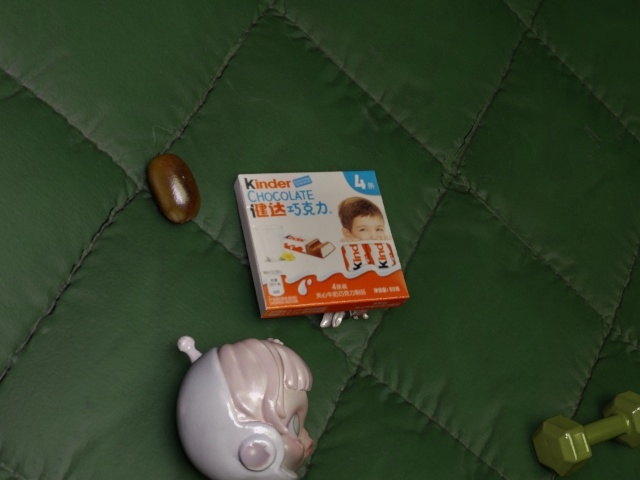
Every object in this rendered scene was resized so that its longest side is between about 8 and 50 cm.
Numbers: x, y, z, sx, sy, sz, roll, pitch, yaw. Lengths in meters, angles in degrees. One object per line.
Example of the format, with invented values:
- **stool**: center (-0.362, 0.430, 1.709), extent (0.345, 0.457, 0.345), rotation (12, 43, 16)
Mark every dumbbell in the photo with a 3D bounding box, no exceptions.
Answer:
- **dumbbell**: center (0.572, 0.395, 1.992), extent (0.302, 0.108, 0.121), rotation (-8, 80, -35)

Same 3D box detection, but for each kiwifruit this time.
- **kiwifruit**: center (-0.246, -0.089, 1.624), extent (0.075, 0.075, 0.124), rotation (-18, 82, -36)

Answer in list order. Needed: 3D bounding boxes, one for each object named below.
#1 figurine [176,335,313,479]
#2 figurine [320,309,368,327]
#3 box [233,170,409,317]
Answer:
- **figurine**: center (-0.118, 0.324, 1.480), extent (0.211, 0.253, 0.361), rotation (4, 80, -15)
- **figurine**: center (0.060, 0.108, 1.758), extent (0.098, 0.081, 0.146), rotation (27, 62, -24)
- **box**: center (0.000, 0.000, 1.715), extent (0.273, 0.048, 0.265), rotation (-4, 65, -23)
